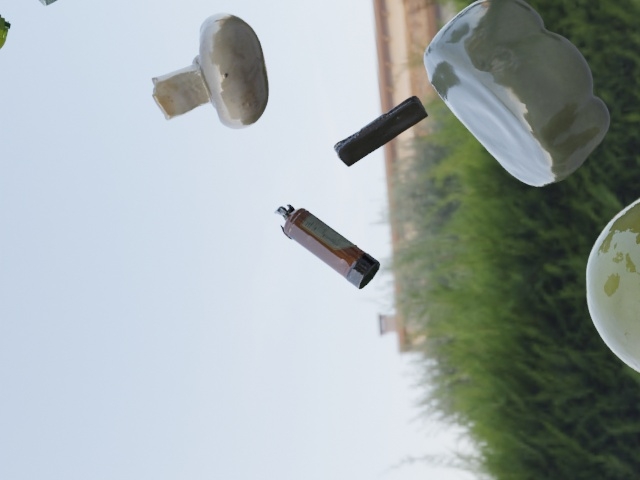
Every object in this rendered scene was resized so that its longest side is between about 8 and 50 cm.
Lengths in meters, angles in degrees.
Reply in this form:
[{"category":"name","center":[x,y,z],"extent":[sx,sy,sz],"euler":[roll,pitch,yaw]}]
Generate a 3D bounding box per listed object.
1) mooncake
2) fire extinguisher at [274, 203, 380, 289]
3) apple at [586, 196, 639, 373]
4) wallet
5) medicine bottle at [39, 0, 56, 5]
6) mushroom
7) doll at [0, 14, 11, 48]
[{"category":"mooncake","center":[0.262,-0.198,1.144],"extent":[0.275,0.135,0.275],"euler":[50,179,2]},{"category":"fire extinguisher","center":[0.000,0.000,1.201],"extent":[0.050,0.177,0.062],"euler":[-51,-18,-8]},{"category":"apple","center":[0.457,0.055,1.037],"extent":[0.262,0.262,0.262],"euler":[-5,-90,-72]},{"category":"wallet","center":[0.095,-0.171,1.357],"extent":[0.018,0.156,0.082],"euler":[62,-168,24]},{"category":"medicine bottle","center":[-0.579,-0.549,1.777],"extent":[0.074,0.118,0.055],"euler":[-40,-16,-20]},{"category":"mushroom","center":[-0.278,-0.414,2.149],"extent":[0.292,0.290,0.293],"euler":[167,90,-89]},{"category":"doll","center":[-0.658,-0.411,1.569],"extent":[0.186,0.134,0.106],"euler":[39,-152,-45]}]
